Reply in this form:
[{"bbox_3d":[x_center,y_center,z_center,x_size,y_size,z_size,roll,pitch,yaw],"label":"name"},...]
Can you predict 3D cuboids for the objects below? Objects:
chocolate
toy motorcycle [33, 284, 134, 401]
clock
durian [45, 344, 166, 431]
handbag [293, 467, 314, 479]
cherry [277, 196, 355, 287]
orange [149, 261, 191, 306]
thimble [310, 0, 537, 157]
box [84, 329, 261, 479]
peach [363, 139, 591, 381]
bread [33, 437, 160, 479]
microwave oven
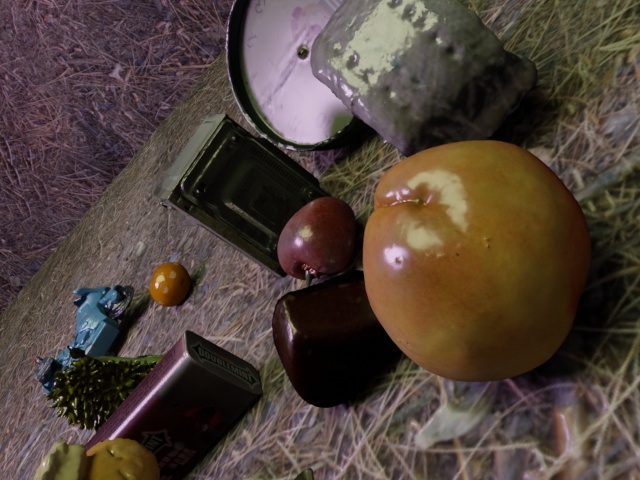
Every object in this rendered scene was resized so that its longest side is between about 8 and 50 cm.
[{"bbox_3d":[0.019,0.096,0.653,0.148,0.125,0.080,-43,43,13],"label":"chocolate"},{"bbox_3d":[-0.493,0.203,1.408,0.182,0.123,0.272,8,63,51],"label":"toy motorcycle"},{"bbox_3d":[-0.025,-0.290,1.032,0.312,0.313,0.061,-30,-8,41],"label":"clock"},{"bbox_3d":[-0.257,0.213,0.904,0.095,0.220,0.137,35,102,45],"label":"durian"},{"bbox_3d":[-0.052,0.316,0.478,0.182,0.117,0.270,-39,32,19],"label":"handbag"},{"bbox_3d":[-0.006,-0.001,0.842,0.106,0.087,0.126,-34,34,28],"label":"cherry"},{"bbox_3d":[-0.279,0.080,1.242,0.083,0.070,0.083,-46,24,27],"label":"orange"},{"bbox_3d":[0.107,-0.187,0.744,0.157,0.217,0.245,-51,40,16],"label":"thimble"},{"bbox_3d":[-0.188,0.225,0.836,0.224,0.120,0.069,-46,29,13],"label":"box"},{"bbox_3d":[0.114,0.012,0.509,0.184,0.184,0.184,-41,28,27],"label":"peach"},{"bbox_3d":[-0.230,0.391,0.607,0.375,0.165,0.237,-108,30,-59],"label":"bread"},{"bbox_3d":[-0.108,-0.065,0.965,0.163,0.205,0.129,-57,24,-4],"label":"microwave oven"}]
